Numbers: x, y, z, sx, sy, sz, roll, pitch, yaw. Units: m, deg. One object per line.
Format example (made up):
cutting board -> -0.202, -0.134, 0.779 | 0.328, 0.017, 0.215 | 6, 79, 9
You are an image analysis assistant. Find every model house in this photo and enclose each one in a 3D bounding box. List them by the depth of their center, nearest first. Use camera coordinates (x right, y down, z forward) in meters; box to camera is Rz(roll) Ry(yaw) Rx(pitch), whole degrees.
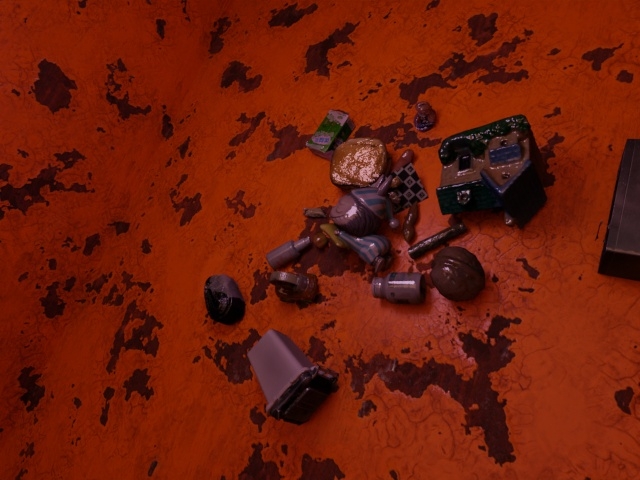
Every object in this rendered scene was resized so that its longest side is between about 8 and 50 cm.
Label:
model house -> 0.681, -0.242, 1.651 | 0.381, 0.334, 0.343 | -5, 62, 39

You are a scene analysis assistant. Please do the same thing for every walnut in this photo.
walnut -> 0.540, 0.132, 1.607 | 0.224, 0.224, 0.224 | -13, 61, 24

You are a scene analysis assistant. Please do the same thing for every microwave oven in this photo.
microwave oven -> 1.163, -0.090, 1.350 | 0.374, 0.236, 0.432 | 12, 74, 34

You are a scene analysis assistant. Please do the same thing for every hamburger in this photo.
hamburger -> 0.200, -0.378, 2.074 | 0.304, 0.174, 0.284 | 10, 75, 33

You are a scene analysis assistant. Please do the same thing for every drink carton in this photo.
drink carton -> 0.058, -0.602, 2.305 | 0.161, 0.108, 0.271 | 29, 83, 36

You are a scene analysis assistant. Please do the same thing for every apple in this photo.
apple -> 0.000, 0.000, 2.064 | 0.071, 0.084, 0.084 | -28, 56, 6

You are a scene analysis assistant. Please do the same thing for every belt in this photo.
belt -> -0.526, 0.304, 2.163 | 0.184, 0.164, 0.289 | -41, 51, 13

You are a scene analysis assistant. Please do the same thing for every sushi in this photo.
sushi -> 0.347, -0.223, 1.929 | 0.279, 0.043, 0.193 | -27, 95, 16

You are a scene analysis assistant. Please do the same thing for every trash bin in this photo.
trash bin -> -0.134, 0.569, 1.777 | 0.296, 0.255, 0.367 | -49, 45, 2

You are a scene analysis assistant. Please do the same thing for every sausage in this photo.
sausage -> 0.378, -0.320, 2.007 | 0.078, 0.078, 0.305 | 20, 78, 35

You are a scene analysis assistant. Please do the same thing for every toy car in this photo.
toy car -> -0.141, 0.209, 1.957 | 0.235, 0.235, 0.145 | -2, 67, 29

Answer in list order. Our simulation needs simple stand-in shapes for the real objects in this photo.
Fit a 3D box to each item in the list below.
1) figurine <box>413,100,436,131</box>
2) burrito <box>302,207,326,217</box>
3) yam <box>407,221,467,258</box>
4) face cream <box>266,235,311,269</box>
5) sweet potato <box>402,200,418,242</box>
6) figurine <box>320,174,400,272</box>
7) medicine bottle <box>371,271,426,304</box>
figurine -> 0.528, -0.643, 2.044 | 0.113, 0.157, 0.126 | -21, 51, -5
burrito -> -0.031, -0.151, 2.178 | 0.149, 0.041, 0.055 | 5, 83, 27
yam -> 0.513, -0.001, 1.788 | 0.274, 0.061, 0.061 | -29, 56, 14
face cream -> -0.156, 0.054, 2.113 | 0.251, 0.101, 0.101 | -29, 56, 14
sweet potato -> 0.419, -0.089, 1.887 | 0.065, 0.051, 0.219 | 2, 67, 34
figurine -> 0.231, -0.113, 1.818 | 0.361, 0.266, 0.378 | 40, 118, 25
medicine bottle -> 0.334, 0.204, 1.740 | 0.215, 0.135, 0.135 | -2, 66, 28
